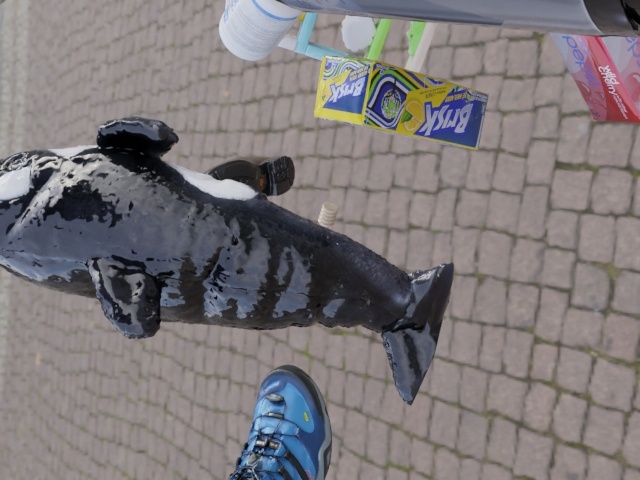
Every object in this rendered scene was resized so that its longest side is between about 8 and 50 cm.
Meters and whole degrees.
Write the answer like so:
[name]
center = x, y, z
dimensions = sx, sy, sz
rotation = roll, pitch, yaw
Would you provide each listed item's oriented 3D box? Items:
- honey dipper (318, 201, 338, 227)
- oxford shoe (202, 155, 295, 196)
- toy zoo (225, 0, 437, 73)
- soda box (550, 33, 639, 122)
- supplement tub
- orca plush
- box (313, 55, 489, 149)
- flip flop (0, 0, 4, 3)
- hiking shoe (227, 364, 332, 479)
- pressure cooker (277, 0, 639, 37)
[honey dipper]
center = 0.000, 0.000, 1.656
dimensions = 0.030, 0.030, 0.161
rotation = -119, 34, -41
[oxford shoe]
center = -0.139, -0.095, 1.502
dimensions = 0.096, 0.227, 0.083
rotation = 6, 100, 29
[toy zoo]
center = 0.007, -0.315, 1.098
dimensions = 0.030, 0.293, 0.192
rotation = -96, 24, -64
[soda box]
center = 0.322, -0.264, 1.064
dimensions = 0.092, 0.263, 0.083
rotation = -45, 27, -15
[supplement tub]
center = -0.061, -0.250, 0.993
dimensions = 0.107, 0.071, 0.071
rotation = -36, 56, 57
[orca plush]
center = -0.077, 0.033, 0.514
dimensions = 0.151, 0.287, 0.102
rotation = -62, 4, 44
[box]
center = 0.074, -0.117, 0.796
dimensions = 0.059, 0.169, 0.054
rotation = 16, 99, 42
[flip flop]
center = -0.665, -0.452, 1.602
dimensions = 0.277, 0.112, 0.080
rotation = 20, 68, 24
[hiking shoe]
center = -0.060, 0.301, 1.163
dimensions = 0.113, 0.132, 0.304
rotation = -3, 68, 21
[pressure cooker]
center = 0.149, -0.317, 0.601
dimensions = 0.420, 0.370, 0.376
rotation = 13, 129, 29
